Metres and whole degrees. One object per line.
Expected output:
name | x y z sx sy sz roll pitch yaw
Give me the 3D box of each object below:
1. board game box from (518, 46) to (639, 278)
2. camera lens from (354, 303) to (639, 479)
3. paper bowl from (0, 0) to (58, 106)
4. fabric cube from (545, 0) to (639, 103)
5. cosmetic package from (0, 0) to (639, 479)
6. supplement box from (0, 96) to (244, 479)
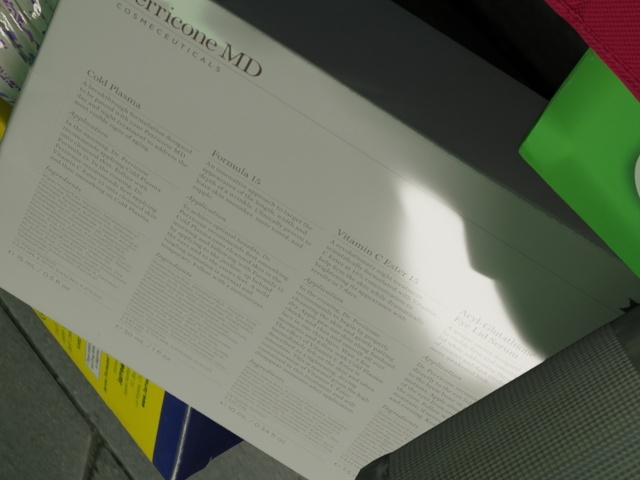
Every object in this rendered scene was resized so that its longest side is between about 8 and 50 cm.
board game box | 0.259 0.029 0.546 0.316 0.242 0.064 49 133 19
camera lens | 0.162 0.147 0.678 0.219 0.274 0.219 56 -171 -14
paper bowl | -0.157 -0.230 0.988 0.284 0.148 0.284 -19 -90 -75
fabric cube | 0.197 -0.192 0.443 0.259 0.254 0.258 49 150 19
cosmetic package | 0.000 0.000 0.869 0.377 0.097 0.284 33 135 -2
supplement box | -0.134 -0.027 1.161 0.356 0.194 0.195 48 149 22
